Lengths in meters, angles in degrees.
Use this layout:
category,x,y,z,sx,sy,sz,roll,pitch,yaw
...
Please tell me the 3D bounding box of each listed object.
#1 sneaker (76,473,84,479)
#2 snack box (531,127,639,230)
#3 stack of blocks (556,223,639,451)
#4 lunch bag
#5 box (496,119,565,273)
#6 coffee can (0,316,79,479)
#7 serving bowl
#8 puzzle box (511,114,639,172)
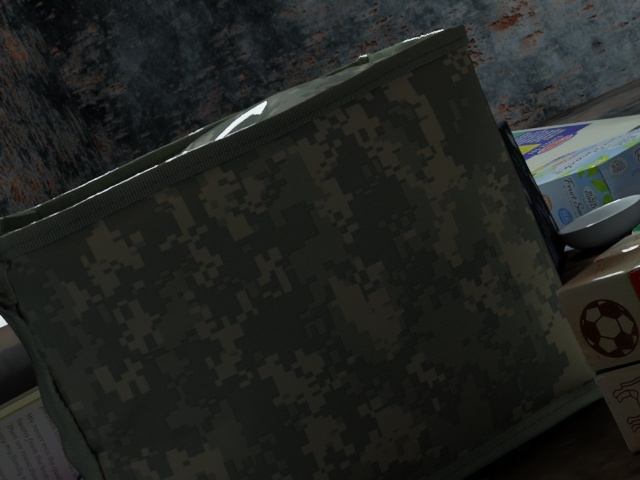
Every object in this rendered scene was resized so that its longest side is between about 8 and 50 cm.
category,x,y,z,sx,sy,sz,roll,pitch,yaw
sneaker,-0.121,0.143,0.902,0.112,0.131,0.319,-24,5,29
snack box,0.279,-0.056,1.423,0.174,0.070,0.207,-28,6,-36
stack of blocks,0.272,-0.011,0.698,0.171,0.087,0.297,-23,5,44
lunch bag,-0.022,0.046,0.767,0.287,0.235,0.169,-27,9,-22
box,0.111,0.000,1.215,0.165,0.143,0.270,-26,4,16
coffee can,-0.280,0.174,1.017,0.275,0.201,0.201,-28,4,-26
serving bowl,0.261,-0.012,1.254,0.083,0.027,0.083,-27,4,2
puzzle box,0.201,-0.052,1.663,0.409,0.052,0.272,-29,15,-34
